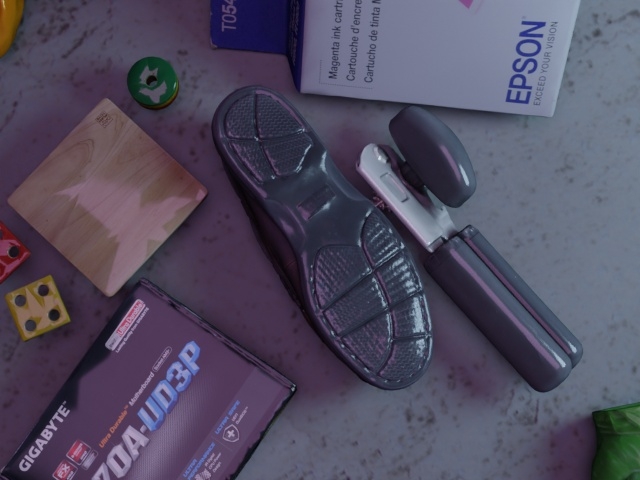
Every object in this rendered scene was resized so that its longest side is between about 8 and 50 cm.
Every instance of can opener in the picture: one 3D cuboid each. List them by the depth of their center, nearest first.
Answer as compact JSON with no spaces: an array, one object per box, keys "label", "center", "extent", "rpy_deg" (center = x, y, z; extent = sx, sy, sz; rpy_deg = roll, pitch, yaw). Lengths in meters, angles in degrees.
[{"label":"can opener","center":[0.136,0.009,1.203],"extent":[0.093,0.074,0.280],"rpy_deg":[-40,85,33]}]

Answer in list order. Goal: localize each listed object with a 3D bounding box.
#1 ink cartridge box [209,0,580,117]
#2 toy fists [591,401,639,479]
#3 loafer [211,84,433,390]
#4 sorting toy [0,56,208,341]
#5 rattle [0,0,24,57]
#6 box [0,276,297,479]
[{"label":"ink cartridge box","center":[0.063,-0.257,1.139],"extent":[0.330,0.324,0.071],"rpy_deg":[4,46,1]},{"label":"toy fists","center":[0.378,0.196,1.174],"extent":[0.279,0.096,0.142],"rpy_deg":[-11,84,-2]},{"label":"loafer","center":[0.000,0.000,1.217],"extent":[0.109,0.095,0.302],"rpy_deg":[-31,87,-16]},{"label":"sorting toy","center":[-0.199,-0.031,1.237],"extent":[0.132,0.046,0.274],"rpy_deg":[42,85,6]},{"label":"rattle","center":[-0.208,-0.251,1.257],"extent":[0.199,0.130,0.143],"rpy_deg":[-7,94,-26]},{"label":"box","center":[-0.152,0.171,1.208],"extent":[0.175,0.051,0.220],"rpy_deg":[35,85,5]}]
